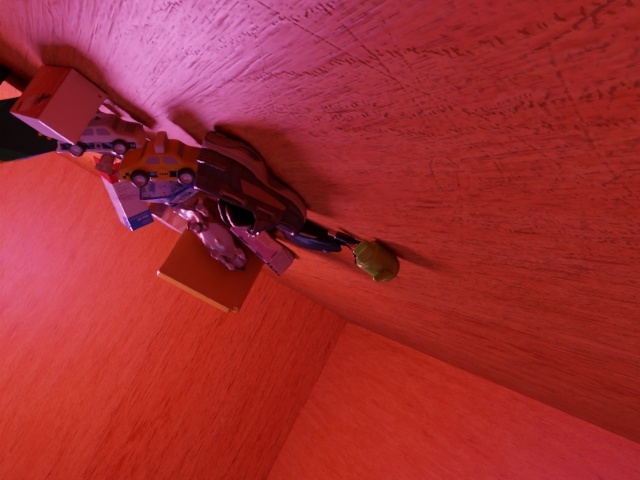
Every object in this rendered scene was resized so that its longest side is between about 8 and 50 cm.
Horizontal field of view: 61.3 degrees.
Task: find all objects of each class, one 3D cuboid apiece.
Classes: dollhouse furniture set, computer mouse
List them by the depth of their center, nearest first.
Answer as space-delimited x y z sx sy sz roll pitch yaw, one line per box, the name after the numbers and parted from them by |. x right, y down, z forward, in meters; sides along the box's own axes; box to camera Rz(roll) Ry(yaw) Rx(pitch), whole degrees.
0.000 0.000 1.306 0.262 0.060 0.184 27 171 4 | computer mouse
-0.531 -0.244 1.367 0.151 0.144 0.123 17 -175 -41 | dollhouse furniture set

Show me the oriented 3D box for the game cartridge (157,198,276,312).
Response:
-0.334 0.052 1.784 0.285 0.324 0.053 30 146 -7 | game cartridge

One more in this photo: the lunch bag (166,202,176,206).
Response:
-0.460 -0.158 1.688 0.067 0.098 0.065 29 153 9 | lunch bag

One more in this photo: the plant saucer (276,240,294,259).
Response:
-0.294 0.010 2.090 0.400 0.101 0.400 27 171 5 | plant saucer

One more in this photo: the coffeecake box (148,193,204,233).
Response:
-0.485 -0.117 1.824 0.068 0.142 0.185 25 170 17 | coffeecake box

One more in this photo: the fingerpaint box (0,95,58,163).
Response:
-0.945 -0.292 1.512 0.445 0.371 0.163 14 121 53 | fingerpaint box

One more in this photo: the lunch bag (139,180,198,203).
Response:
-0.432 -0.153 1.569 0.151 0.096 0.129 -4 -177 4 | lunch bag

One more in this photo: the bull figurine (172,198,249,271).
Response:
-0.339 -0.024 1.684 0.310 0.101 0.188 44 176 1 | bull figurine

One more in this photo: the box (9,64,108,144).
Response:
-0.557 -0.291 1.146 0.170 0.130 0.091 19 165 41 | box

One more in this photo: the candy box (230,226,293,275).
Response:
-0.182 0.017 1.701 0.165 0.070 0.196 42 173 16 | candy box

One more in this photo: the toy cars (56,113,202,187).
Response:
-0.408 -0.212 1.160 0.393 0.176 0.087 23 132 27 | toy cars

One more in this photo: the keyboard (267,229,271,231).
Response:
-0.221 -0.080 1.677 0.072 0.014 0.256 19 168 22 | keyboard

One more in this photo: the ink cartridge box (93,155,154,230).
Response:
-0.608 -0.158 1.666 0.134 0.078 0.231 24 136 52 | ink cartridge box

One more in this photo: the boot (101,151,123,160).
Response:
-0.587 -0.256 1.571 0.229 0.091 0.263 23 180 -18 | boot

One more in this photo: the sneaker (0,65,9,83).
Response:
-0.973 -0.465 1.471 0.314 0.116 0.136 20 164 38 | sneaker

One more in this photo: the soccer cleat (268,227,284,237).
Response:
-0.139 -0.021 1.695 0.035 0.029 0.083 36 164 -19 | soccer cleat

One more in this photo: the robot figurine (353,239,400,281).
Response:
0.124 0.045 1.166 0.115 0.067 0.101 34 -163 -30 | robot figurine

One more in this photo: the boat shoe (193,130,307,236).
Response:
-0.146 -0.080 1.082 0.132 0.130 0.355 23 169 31 | boat shoe
